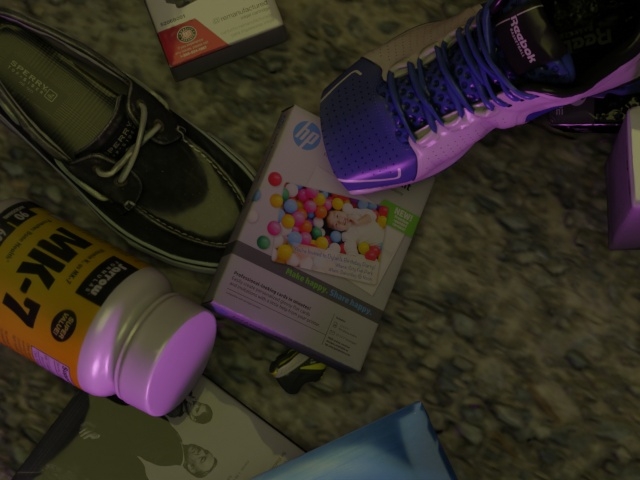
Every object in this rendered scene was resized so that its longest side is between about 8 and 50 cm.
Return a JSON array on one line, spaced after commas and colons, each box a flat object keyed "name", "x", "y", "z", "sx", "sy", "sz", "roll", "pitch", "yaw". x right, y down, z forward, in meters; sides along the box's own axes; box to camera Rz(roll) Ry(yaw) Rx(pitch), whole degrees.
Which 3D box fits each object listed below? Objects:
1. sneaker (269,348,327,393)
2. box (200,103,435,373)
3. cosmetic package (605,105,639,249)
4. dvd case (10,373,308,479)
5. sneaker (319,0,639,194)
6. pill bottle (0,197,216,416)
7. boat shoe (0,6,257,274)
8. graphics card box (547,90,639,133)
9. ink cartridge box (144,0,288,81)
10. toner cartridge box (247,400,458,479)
[{"name": "sneaker", "x": -0.004, "y": 0.102, "z": 1.670, "sx": 0.083, "sy": 0.031, "sz": 0.035, "roll": -31, "pitch": 113, "yaw": -10}, {"name": "box", "x": 0.000, "y": 0.000, "z": 1.638, "sx": 0.145, "sy": 0.038, "sz": 0.186, "roll": 27, "pitch": 74, "yaw": -16}, {"name": "cosmetic package", "x": 0.297, "y": -0.049, "z": 1.568, "sx": 0.117, "sy": 0.231, "sz": 0.085, "roll": -1, "pitch": 82, "yaw": 2}, {"name": "dvd case", "x": -0.122, "y": 0.211, "z": 1.658, "sx": 0.238, "sy": 0.029, "sz": 0.179, "roll": 37, "pitch": 85, "yaw": 7}, {"name": "sneaker", "x": 0.136, "y": -0.146, "z": 1.531, "sx": 0.315, "sy": 0.182, "sz": 0.127, "roll": -21, "pitch": 83, "yaw": 13}, {"name": "pill bottle", "x": -0.198, "y": 0.057, "z": 1.616, "sx": 0.208, "sy": 0.119, "sz": 0.119, "roll": 27, "pitch": 84, "yaw": 21}, {"name": "boat shoe", "x": -0.180, "y": -0.081, "z": 1.654, "sx": 0.335, "sy": 0.119, "sz": 0.121, "roll": 33, "pitch": 84, "yaw": 4}, {"name": "graphics card box", "x": 0.377, "y": -0.205, "z": 1.606, "sx": 0.371, "sy": 0.094, "sz": 0.233, "roll": 0, "pitch": 91, "yaw": 15}, {"name": "ink cartridge box", "x": -0.106, "y": -0.232, "z": 1.700, "sx": 0.109, "sy": 0.063, "sz": 0.150, "roll": -21, "pitch": 82, "yaw": 0}, {"name": "toner cartridge box", "x": -0.039, "y": 0.278, "z": 1.592, "sx": 0.348, "sy": 0.075, "sz": 0.165, "roll": -25, "pitch": 82, "yaw": -2}]
